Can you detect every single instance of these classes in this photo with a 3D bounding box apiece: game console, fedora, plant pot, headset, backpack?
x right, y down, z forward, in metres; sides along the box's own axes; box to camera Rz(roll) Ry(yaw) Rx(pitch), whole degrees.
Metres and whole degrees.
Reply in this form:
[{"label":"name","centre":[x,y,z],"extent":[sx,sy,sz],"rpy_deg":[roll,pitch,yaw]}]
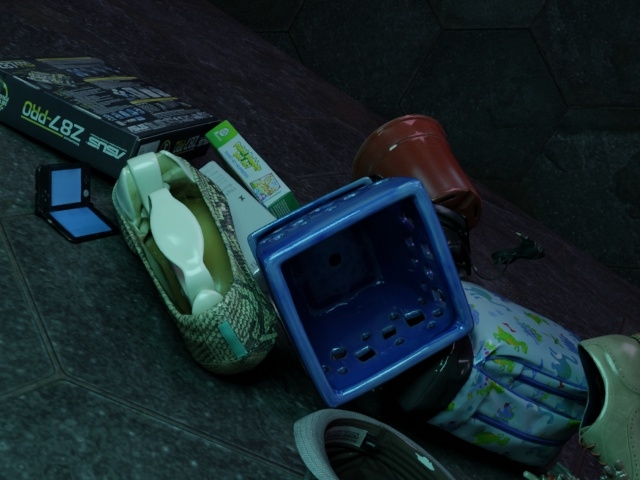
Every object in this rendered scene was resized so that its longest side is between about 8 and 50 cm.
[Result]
[{"label":"game console","centre":[-0.359,-0.060,1.284],"extent":[0.071,0.107,0.122],"rpy_deg":[7,10,20]},{"label":"fedora","centre":[0.056,0.297,0.910],"extent":[0.243,0.124,0.275],"rpy_deg":[27,10,-19]},{"label":"plant pot","centre":[0.256,-0.127,2.155],"extent":[0.272,0.272,0.265],"rpy_deg":[15,32,-40]},{"label":"plant pot","centre":[0.041,0.050,1.188],"extent":[0.236,0.235,0.212],"rpy_deg":[66,-10,-18]},{"label":"headset","centre":[0.236,0.042,1.610],"extent":[0.394,0.244,0.185],"rpy_deg":[-3,-6,-39]},{"label":"backpack","centre":[0.266,0.207,1.342],"extent":[0.355,0.273,0.290],"rpy_deg":[43,8,-24]}]

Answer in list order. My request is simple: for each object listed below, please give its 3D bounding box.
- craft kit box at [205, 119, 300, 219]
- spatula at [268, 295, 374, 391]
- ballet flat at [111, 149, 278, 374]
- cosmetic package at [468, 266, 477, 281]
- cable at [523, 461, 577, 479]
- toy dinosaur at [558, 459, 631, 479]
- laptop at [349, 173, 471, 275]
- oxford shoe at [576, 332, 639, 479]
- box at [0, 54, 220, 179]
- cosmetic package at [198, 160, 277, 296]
[{"label":"craft kit box","centre":[-0.087,-0.062,1.544],"extent":[0.246,0.061,0.250],"rpy_deg":[45,-11,40]},{"label":"spatula","centre":[0.001,0.150,1.378],"extent":[0.168,0.019,0.242],"rpy_deg":[20,21,-33]},{"label":"ballet flat","centre":[-0.202,-0.020,1.220],"extent":[0.483,0.164,0.182],"rpy_deg":[54,-8,44]},{"label":"cosmetic package","centre":[0.200,0.045,1.832],"extent":[0.237,0.107,0.127],"rpy_deg":[14,22,-34]},{"label":"cable","centre":[0.416,0.434,1.273],"extent":[0.287,0.072,0.139],"rpy_deg":[43,9,-4]},{"label":"toy dinosaur","centre":[0.357,0.387,1.034],"extent":[0.295,0.127,0.200],"rpy_deg":[-12,28,-1]},{"label":"laptop","centre":[0.185,-0.031,1.834],"extent":[0.234,0.137,0.264],"rpy_deg":[23,43,-17]},{"label":"oxford shoe","centre":[0.424,0.305,1.215],"extent":[0.130,0.349,0.123],"rpy_deg":[1,-18,-5]},{"label":"box","centre":[-0.401,-0.241,1.603],"extent":[0.318,0.097,0.395],"rpy_deg":[28,18,5]},{"label":"cosmetic package","centre":[-0.141,-0.015,1.399],"extent":[0.231,0.117,0.085],"rpy_deg":[40,-15,32]}]
